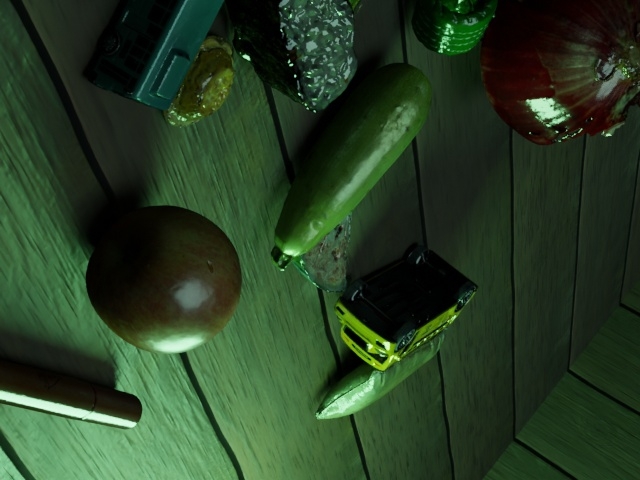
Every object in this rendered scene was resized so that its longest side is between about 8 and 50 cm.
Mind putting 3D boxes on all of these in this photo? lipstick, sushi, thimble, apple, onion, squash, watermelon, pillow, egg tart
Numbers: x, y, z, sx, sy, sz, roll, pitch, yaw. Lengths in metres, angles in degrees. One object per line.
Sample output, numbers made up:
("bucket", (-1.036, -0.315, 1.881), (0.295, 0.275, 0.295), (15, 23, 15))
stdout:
("lipstick", (-0.344, 0.202, 1.624), (0.057, 0.057, 0.356), (-57, 153, -1))
("sushi", (-0.038, -0.274, 1.555), (0.124, 0.127, 0.225), (-47, 144, -19))
("thimble", (0.205, -0.351, 1.899), (0.130, 0.118, 0.090), (-17, 149, -27))
("apple", (-0.198, 0.047, 1.565), (0.188, 0.188, 0.174), (-56, 143, -4))
("onion", (0.429, -0.332, 2.102), (0.341, 0.341, 0.341), (-41, 149, -31))
("squash", (0.035, -0.117, 1.872), (0.370, 0.118, 0.118), (-51, 153, -6))
("watermelon", (0.000, 0.000, 1.993), (0.139, 0.071, 0.187), (-60, 146, -11))
("pillow", (0.121, 0.258, 2.420), (0.185, 0.075, 0.302), (-41, 170, 34))
("egg tart", (-0.143, -0.194, 1.549), (0.129, 0.049, 0.129), (-43, 151, -30))

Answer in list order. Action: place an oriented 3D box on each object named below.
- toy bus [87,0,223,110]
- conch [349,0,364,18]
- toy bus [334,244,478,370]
("toy bus", (-0.183, -0.227, 1.395), (0.160, 0.092, 0.079), (-61, 152, 7))
("conch", (0.041, -0.332, 1.686), (0.089, 0.074, 0.121), (-8, 122, -44))
("toy bus", (0.149, 0.134, 2.298), (0.331, 0.145, 0.151), (-26, 150, -50))
